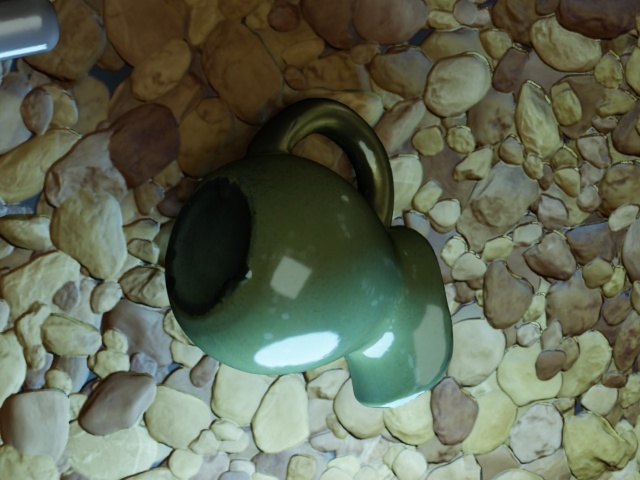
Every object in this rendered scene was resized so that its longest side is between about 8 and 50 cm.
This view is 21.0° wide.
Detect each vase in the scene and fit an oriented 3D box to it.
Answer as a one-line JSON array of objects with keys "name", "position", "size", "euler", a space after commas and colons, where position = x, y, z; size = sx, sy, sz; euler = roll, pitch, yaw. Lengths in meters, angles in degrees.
[{"name": "vase", "position": [0.000, 0.000, 1.918], "size": [0.302, 0.241, 0.329], "euler": [19, 71, -37]}]

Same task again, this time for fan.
[{"name": "fan", "position": [-0.388, -0.205, 1.768], "size": [0.244, 0.074, 0.130], "euler": [-14, 109, -18]}]
